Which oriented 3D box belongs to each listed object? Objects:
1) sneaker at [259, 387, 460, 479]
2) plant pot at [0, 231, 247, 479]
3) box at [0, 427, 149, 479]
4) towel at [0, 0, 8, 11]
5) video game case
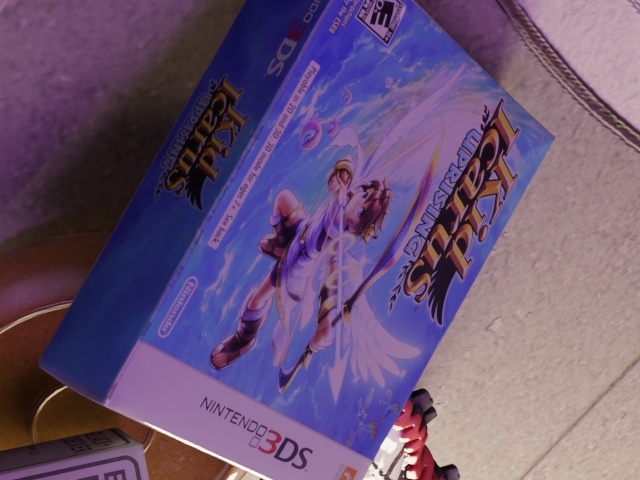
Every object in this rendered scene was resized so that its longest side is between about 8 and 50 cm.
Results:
[{"bbox_3d":[0.011,0.138,1.207,0.135,0.097,0.276,-31,145,-6],"label":"sneaker"},{"bbox_3d":[-0.136,0.102,1.046,0.236,0.032,0.236,-6,124,-9],"label":"plant pot"},{"bbox_3d":[-0.227,0.214,0.961,0.290,0.169,0.087,-10,-179,-15],"label":"box"},{"bbox_3d":[-0.247,-0.148,0.735,0.282,0.049,0.187,14,123,-43],"label":"towel"},{"bbox_3d":[0.000,0.000,0.986,0.244,0.061,0.269,34,84,-53],"label":"video game case"}]
